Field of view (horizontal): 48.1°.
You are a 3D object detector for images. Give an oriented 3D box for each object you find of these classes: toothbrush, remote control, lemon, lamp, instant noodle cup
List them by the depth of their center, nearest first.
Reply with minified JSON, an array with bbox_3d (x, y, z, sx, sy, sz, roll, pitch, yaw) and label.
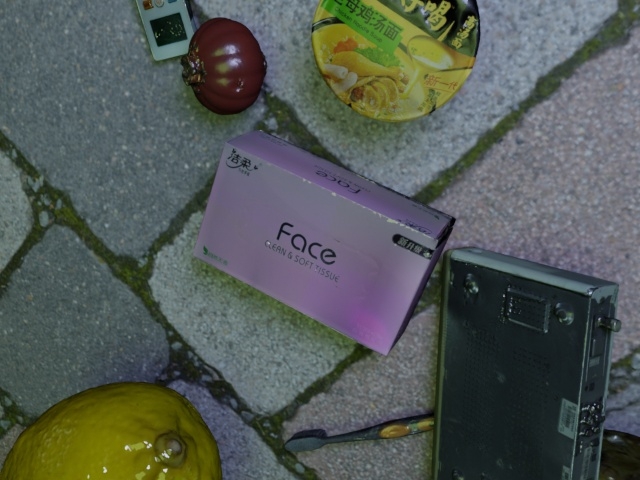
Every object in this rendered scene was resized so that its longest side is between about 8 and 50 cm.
[{"bbox_3d":[0.083,-0.191,0.661,0.151,0.122,0.152,7,109,22],"label":"instant noodle cup"},{"bbox_3d":[-0.101,-0.184,0.758,0.101,0.090,0.101,25,121,51],"label":"lamp"},{"bbox_3d":[-0.176,-0.288,0.788,0.065,0.029,0.166,-7,109,23],"label":"remote control"},{"bbox_3d":[0.098,0.217,0.839,0.320,0.031,0.023,-15,102,26],"label":"toothbrush"},{"bbox_3d":[-0.252,0.309,0.882,0.321,0.268,0.268,-23,97,44],"label":"lemon"}]

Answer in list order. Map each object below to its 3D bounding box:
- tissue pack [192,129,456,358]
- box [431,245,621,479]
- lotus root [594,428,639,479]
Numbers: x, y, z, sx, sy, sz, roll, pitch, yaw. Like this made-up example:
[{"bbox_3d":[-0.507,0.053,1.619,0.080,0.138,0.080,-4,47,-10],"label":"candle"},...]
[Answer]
[{"bbox_3d":[0.000,0.000,0.773,0.246,0.092,0.149,26,116,12],"label":"tissue pack"},{"bbox_3d":[0.189,0.153,0.700,0.210,0.045,0.270,20,112,55],"label":"box"},{"bbox_3d":[0.309,0.315,0.727,0.267,0.149,0.260,-1,101,46],"label":"lotus root"}]
